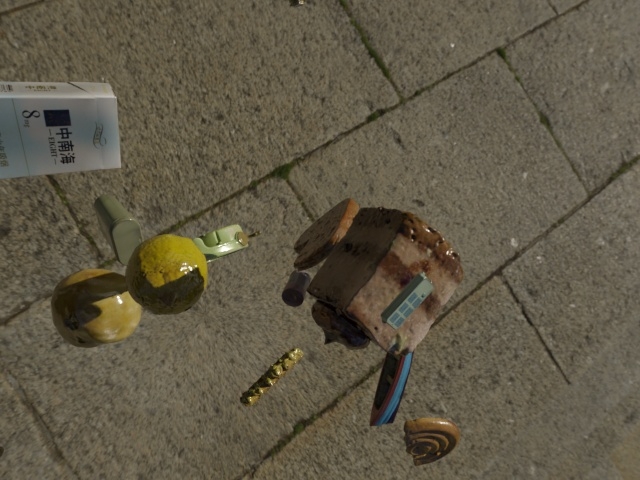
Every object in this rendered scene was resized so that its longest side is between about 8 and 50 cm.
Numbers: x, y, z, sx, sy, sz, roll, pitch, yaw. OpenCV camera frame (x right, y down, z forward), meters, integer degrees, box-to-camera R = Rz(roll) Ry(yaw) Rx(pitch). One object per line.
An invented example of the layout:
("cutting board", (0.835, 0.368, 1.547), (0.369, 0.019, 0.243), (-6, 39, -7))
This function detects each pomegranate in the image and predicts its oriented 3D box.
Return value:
("pomegranate", (-0.879, 0.262, 1.649), (0.332, 0.332, 0.333), (3, 79, -15))

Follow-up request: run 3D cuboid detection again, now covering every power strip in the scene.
("power strip", (0.120, 0.084, 0.571), (0.090, 0.016, 0.040), (-47, 137, 0))

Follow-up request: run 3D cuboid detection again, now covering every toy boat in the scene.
("toy boat", (0.252, 0.450, 1.411), (0.079, 0.136, 0.393), (14, 92, -9))

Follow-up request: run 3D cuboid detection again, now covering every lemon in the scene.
("lemon", (-0.375, 0.081, 1.021), (0.192, 0.231, 0.192), (-8, 121, -14))

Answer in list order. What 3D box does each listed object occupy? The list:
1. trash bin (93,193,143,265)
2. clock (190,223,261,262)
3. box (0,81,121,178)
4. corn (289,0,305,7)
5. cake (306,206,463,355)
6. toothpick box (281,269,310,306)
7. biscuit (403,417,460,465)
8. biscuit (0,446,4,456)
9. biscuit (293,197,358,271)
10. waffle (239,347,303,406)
("trash bin", (-0.874, -0.049, 1.793), (0.121, 0.244, 0.247), (-25, 48, -34))
("clock", (-0.371, 0.015, 1.513), (0.307, 0.235, 0.096), (-21, 90, -40))
("box", (-0.492, -0.196, 0.735), (0.242, 0.155, 0.067), (-13, 48, -35))
("corn", (-0.062, -0.571, 0.791), (0.080, 0.080, 0.239), (-10, 97, -17))
("cake", (0.107, 0.096, 0.818), (0.196, 0.198, 0.293), (43, 79, -27))
("toothpick box", (-0.103, 0.204, 1.794), (0.098, 0.098, 0.149), (34, 30, -7))
("biscuit", (0.285, 0.512, 1.053), (0.144, 0.224, 0.033), (-14, 39, 3))
("biscuit", (-0.770, 0.479, 0.907), (0.071, 0.147, 0.018), (-45, 63, -8))
("biscuit", (0.001, 0.001, 1.179), (0.052, 0.262, 0.277), (43, 31, -13))
("waffle", (-0.133, 0.369, 1.118), (0.046, 0.160, 0.192), (45, 101, 12))
